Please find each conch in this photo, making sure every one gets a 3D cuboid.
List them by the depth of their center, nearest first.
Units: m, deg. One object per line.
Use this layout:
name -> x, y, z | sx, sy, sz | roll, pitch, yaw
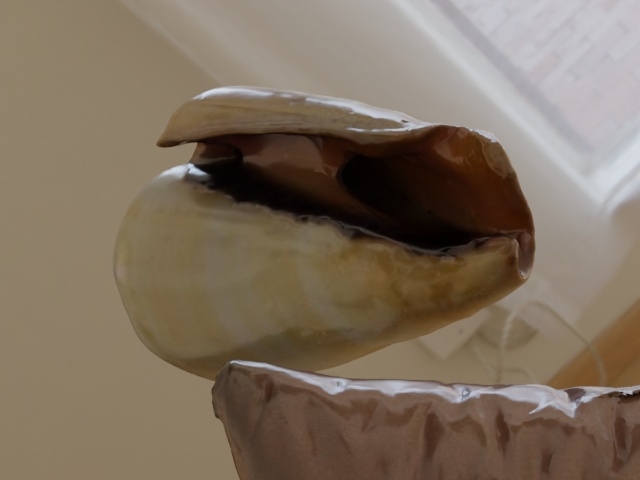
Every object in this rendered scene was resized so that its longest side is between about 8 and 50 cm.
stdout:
conch -> 0.006, 0.000, 0.659 | 0.255, 0.127, 0.158 | 1, 93, 35

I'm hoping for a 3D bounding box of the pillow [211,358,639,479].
pillow -> 0.086, 0.135, 0.396 | 0.236, 0.223, 0.084 | -4, 21, 9
